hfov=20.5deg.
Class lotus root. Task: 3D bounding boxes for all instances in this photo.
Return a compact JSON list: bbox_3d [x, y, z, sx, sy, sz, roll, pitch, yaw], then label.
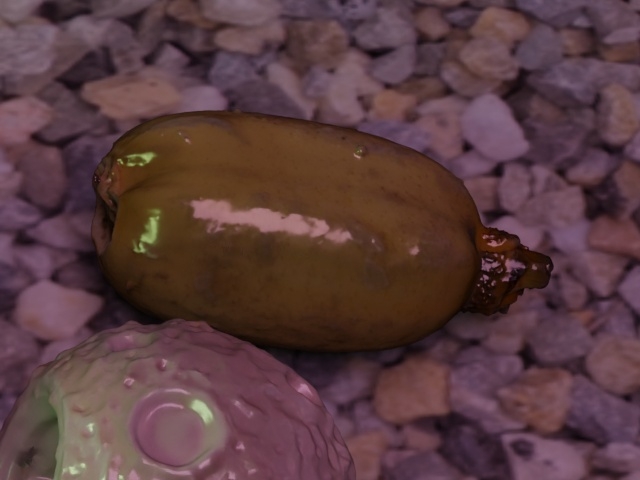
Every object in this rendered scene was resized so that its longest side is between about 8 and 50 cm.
[{"bbox_3d":[0.000,0.000,1.294,0.342,0.151,0.169,10,54,-11],"label":"lotus root"}]

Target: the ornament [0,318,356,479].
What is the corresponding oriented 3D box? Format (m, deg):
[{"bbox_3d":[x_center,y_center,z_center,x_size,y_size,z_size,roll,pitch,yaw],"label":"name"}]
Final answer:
[{"bbox_3d":[-0.093,0.182,1.144,0.225,0.259,0.259,16,65,-25],"label":"ornament"}]
